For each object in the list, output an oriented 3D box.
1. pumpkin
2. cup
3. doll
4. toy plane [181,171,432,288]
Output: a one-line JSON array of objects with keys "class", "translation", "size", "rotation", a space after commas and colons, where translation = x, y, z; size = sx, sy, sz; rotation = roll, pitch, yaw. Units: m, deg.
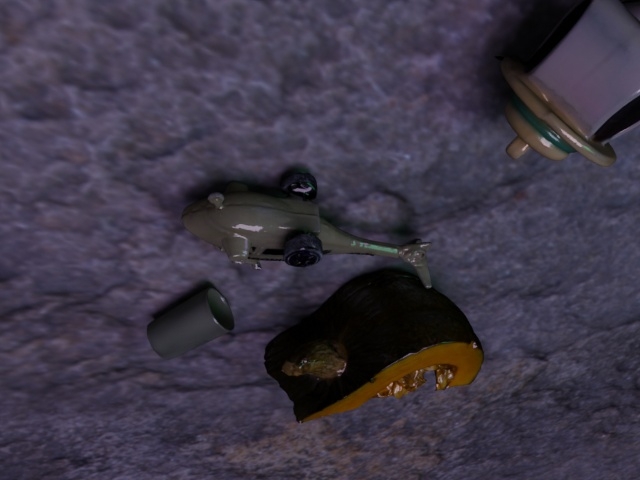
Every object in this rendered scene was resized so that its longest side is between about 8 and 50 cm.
[{"class": "pumpkin", "translation": [0.061, 0.114, 0.673], "size": [0.248, 0.131, 0.126], "rotation": [-12, 139, -14]}, {"class": "cup", "translation": [-0.143, 0.092, 0.648], "size": [0.083, 0.075, 0.054], "rotation": [-28, 94, 10]}, {"class": "doll", "translation": [0.255, -0.181, 0.449], "size": [0.208, 0.144, 0.271], "rotation": [-41, 169, -13]}, {"class": "toy plane", "translation": [0.000, 0.000, 0.592], "size": [0.286, 0.092, 0.108], "rotation": [6, 147, -21]}]
